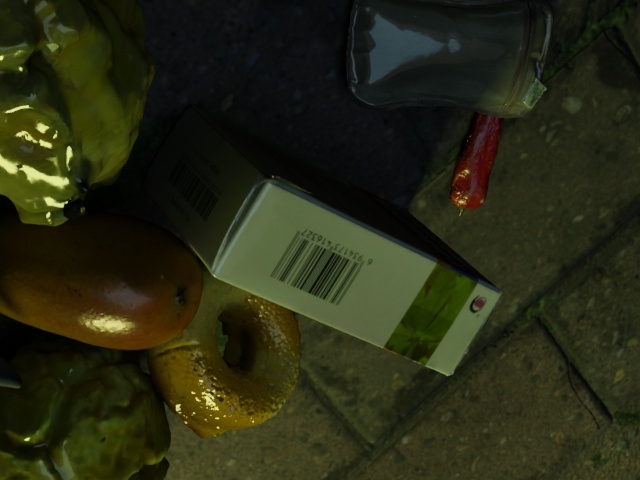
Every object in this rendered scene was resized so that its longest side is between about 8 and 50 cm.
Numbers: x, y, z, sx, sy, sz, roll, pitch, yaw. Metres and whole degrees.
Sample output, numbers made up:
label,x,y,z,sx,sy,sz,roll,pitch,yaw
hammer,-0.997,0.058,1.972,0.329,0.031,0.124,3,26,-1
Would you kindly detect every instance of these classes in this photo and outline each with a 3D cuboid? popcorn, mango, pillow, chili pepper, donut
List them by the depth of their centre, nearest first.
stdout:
label,x,y,z,sx,sy,sz,roll,pitch,yaw
popcorn,-0.250,-0.139,1.117,0.252,0.215,0.286,-35,143,-8
mango,-0.216,0.031,1.244,0.221,0.151,0.120,11,86,-5
popcorn,-0.239,0.194,1.325,0.204,0.183,0.221,-39,130,-42
donut,-0.088,0.103,1.367,0.174,0.074,0.190,-54,128,-37
pillow,0.131,-0.189,1.389,0.232,0.038,0.131,0,110,-23
chili pepper,0.172,-0.103,1.468,0.045,0.027,0.178,1,112,-27

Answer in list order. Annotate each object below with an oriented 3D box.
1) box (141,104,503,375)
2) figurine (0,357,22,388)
label,x,y,z,sx,sy,sz,roll,pitch,yaw
box,0.000,0.000,1.326,0.299,0.200,0.106,26,101,-34
figurine,-0.394,0.119,1.212,0.265,0.175,0.197,-36,131,4
